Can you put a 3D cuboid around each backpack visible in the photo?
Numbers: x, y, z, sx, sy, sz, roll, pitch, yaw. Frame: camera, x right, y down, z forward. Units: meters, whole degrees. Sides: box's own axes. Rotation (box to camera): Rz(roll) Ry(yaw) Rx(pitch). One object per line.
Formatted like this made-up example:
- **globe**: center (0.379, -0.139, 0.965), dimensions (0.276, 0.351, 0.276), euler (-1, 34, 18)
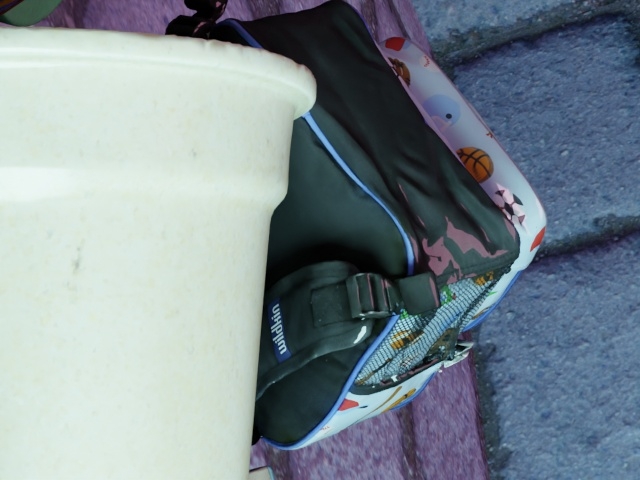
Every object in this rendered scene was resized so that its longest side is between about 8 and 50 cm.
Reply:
- **backpack**: center (0.000, 0.000, 1.017), dimensions (0.213, 0.263, 0.276), euler (-8, 55, -38)

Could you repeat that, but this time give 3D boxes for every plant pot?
- **plant pot**: center (-0.161, 0.076, 0.771), dimensions (0.334, 0.334, 0.305), euler (14, 73, -74)

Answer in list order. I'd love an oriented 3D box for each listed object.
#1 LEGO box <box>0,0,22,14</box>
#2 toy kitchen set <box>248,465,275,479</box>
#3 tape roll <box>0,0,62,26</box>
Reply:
- **LEGO box**: center (-0.195, -0.394, 0.739), dimensions (0.500, 0.372, 0.193), euler (57, 17, -10)
- **toy kitchen set**: center (-0.125, 0.105, 0.987), dimensions (0.122, 0.166, 0.207), euler (2, 73, -75)
- **tape roll**: center (-0.212, -0.318, 1.087), dimensions (0.321, 0.077, 0.321), euler (16, 90, -85)
